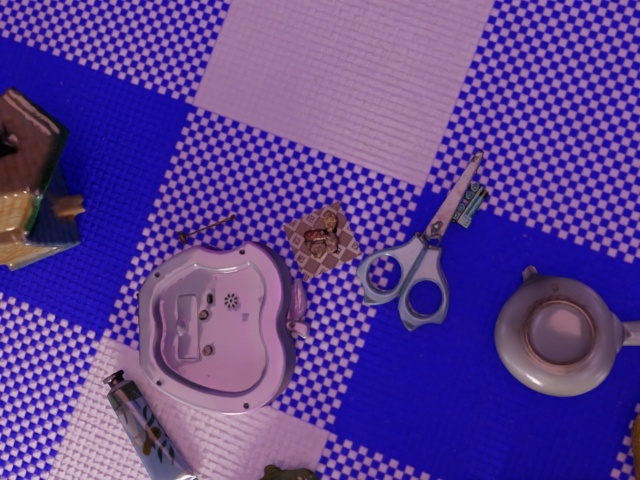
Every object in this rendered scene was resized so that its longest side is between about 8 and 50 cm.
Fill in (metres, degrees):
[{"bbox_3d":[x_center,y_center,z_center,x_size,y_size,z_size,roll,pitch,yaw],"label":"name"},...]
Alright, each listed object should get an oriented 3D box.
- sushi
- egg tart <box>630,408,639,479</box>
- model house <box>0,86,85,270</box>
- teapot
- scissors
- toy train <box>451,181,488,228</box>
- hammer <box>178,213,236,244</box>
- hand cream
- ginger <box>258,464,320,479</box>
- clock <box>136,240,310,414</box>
[{"bbox_3d":[0.000,0.000,1.481,0.126,0.026,0.120,-24,84,7],"label":"sushi"},{"bbox_3d":[0.672,0.370,1.312,0.290,0.115,0.290,-1,85,11],"label":"egg tart"},{"bbox_3d":[-0.622,-0.136,1.424,0.342,0.382,0.335,-14,83,-28],"label":"model house"},{"bbox_3d":[0.465,0.182,1.336,0.318,0.149,0.220,21,81,11],"label":"teapot"},{"bbox_3d":[0.212,-0.010,1.433,0.191,0.029,0.360,30,96,11],"label":"scissors"},{"bbox_3d":[0.282,-0.067,1.444,0.045,0.029,0.092,35,90,2],"label":"toy train"},{"bbox_3d":[-0.226,-0.026,1.524,0.123,0.014,0.029,-22,92,5],"label":"hammer"},{"bbox_3d":[-0.338,0.378,1.495,0.091,0.058,0.271,-31,87,9],"label":"hand cream"},{"bbox_3d":[-0.108,0.546,1.433,0.137,0.089,0.290,27,86,28],"label":"ginger"},{"bbox_3d":[-0.184,0.164,1.460,0.338,0.102,0.339,-1,86,8],"label":"clock"}]
